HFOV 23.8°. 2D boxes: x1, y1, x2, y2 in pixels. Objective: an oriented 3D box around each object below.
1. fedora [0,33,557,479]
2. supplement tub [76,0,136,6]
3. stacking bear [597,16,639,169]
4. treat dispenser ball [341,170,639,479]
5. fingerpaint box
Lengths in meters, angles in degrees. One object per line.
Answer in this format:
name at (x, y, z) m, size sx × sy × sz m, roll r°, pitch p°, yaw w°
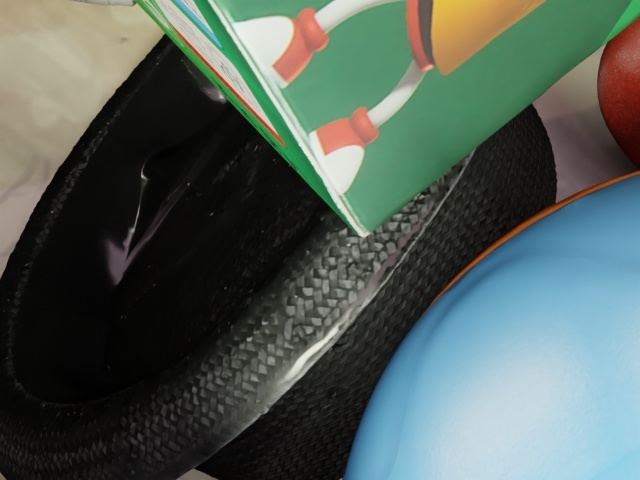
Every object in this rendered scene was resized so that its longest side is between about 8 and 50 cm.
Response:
fedora at (0.000, 0.000, 0.693) m, size 0.152 × 0.334 × 0.334 m, roll 40°, pitch 84°, yaw -30°
supplement tub at (-0.142, -0.158, 0.762) m, size 0.107 × 0.071 × 0.071 m, roll 9°, pitch 86°, yaw -2°
stacking bear at (0.233, 0.004, 0.735) m, size 0.164 × 0.175 × 0.289 m, roll -22°, pitch 78°, yaw -11°
treat dispenser ball at (0.147, 0.114, 0.531) m, size 0.288 × 0.288 × 0.288 m, roll 0°, pitch 86°, yaw -3°
fingerpaint box at (0.017, -0.275, 0.622) m, size 0.371 × 0.163 × 0.445 m, roll -40°, pitch 51°, yaw -5°
